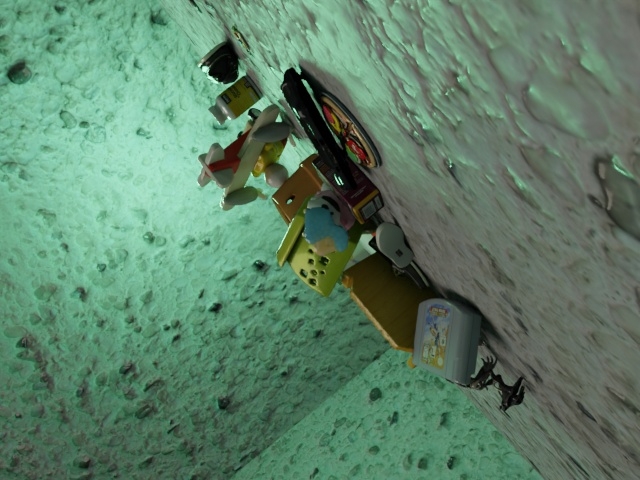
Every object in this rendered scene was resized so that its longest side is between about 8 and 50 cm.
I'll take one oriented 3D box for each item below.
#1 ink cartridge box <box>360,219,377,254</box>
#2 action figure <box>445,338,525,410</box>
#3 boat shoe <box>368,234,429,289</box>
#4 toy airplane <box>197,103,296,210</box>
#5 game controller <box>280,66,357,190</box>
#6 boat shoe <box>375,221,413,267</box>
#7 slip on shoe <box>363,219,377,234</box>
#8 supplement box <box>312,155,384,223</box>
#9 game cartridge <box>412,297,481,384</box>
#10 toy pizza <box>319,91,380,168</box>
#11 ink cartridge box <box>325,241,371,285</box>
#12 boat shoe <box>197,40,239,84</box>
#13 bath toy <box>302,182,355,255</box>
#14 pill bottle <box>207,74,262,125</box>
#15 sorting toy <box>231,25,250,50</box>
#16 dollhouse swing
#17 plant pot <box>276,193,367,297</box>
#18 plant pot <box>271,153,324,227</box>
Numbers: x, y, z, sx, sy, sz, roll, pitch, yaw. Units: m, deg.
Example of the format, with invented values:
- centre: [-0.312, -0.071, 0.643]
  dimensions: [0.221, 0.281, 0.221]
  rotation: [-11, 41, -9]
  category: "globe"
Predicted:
- centre: [0.175, -0.005, 2.217]
  dimensions: [0.232, 0.066, 0.189]
  rotation: [48, 180, -45]
  category: "ink cartridge box"
- centre: [0.431, 0.354, 1.768]
  dimensions: [0.276, 0.141, 0.164]
  rotation: [26, 167, 39]
  category: "action figure"
- centre: [0.237, 0.069, 1.941]
  dimensions: [0.227, 0.069, 0.081]
  rotation: [51, 178, 21]
  category: "boat shoe"
- centre: [-0.237, -0.271, 2.212]
  dimensions: [0.272, 0.384, 0.386]
  rotation: [37, 177, 3]
  category: "toy airplane"
- centre: [0.005, -0.246, 1.463]
  dimensions: [0.166, 0.067, 0.319]
  rotation: [58, -177, 40]
  category: "game controller"
- centre: [0.189, 0.004, 1.759]
  dimensions: [0.070, 0.078, 0.219]
  rotation: [48, 178, 35]
  category: "boat shoe"
- centre: [0.128, -0.040, 2.102]
  dimensions: [0.135, 0.051, 0.041]
  rotation: [-5, 110, 51]
  category: "slip on shoe"
- centre: [0.072, -0.146, 1.660]
  dimensions: [0.188, 0.081, 0.104]
  rotation: [50, 178, 22]
  category: "supplement box"
- centre: [0.322, 0.250, 1.674]
  dimensions: [0.297, 0.062, 0.198]
  rotation: [174, 100, -76]
  category: "game cartridge"
- centre: [0.055, -0.226, 1.357]
  dimensions: [0.201, 0.032, 0.201]
  rotation: [51, 178, 3]
  category: "toy pizza"
- centre: [0.101, 0.045, 2.471]
  dimensions: [0.154, 0.212, 0.093]
  rotation: [48, 179, 41]
  category: "ink cartridge box"
- centre: [-0.330, -0.581, 2.164]
  dimensions: [0.113, 0.127, 0.340]
  rotation: [51, 179, -9]
  category: "boat shoe"
- centre: [0.042, -0.071, 1.775]
  dimensions: [0.348, 0.129, 0.151]
  rotation: [-65, -21, -67]
  category: "bath toy"
- centre: [-0.307, -0.495, 2.281]
  dimensions: [0.103, 0.184, 0.103]
  rotation: [51, 178, 3]
  category: "pill bottle"
- centre: [-0.229, -0.569, 1.780]
  dimensions: [0.062, 0.012, 0.083]
  rotation: [50, 177, 43]
  category: "sorting toy"
- centre: [0.221, 0.248, 2.055]
  dimensions: [0.347, 0.315, 0.305]
  rotation: [51, 143, 15]
  category: "dollhouse swing"
- centre: [0.000, 0.000, 1.976]
  dimensions: [0.207, 0.227, 0.228]
  rotation: [27, -150, -1]
  category: "plant pot"
- centre: [-0.030, -0.120, 2.182]
  dimensions: [0.291, 0.203, 0.291]
  rotation: [55, 173, 10]
  category: "plant pot"
